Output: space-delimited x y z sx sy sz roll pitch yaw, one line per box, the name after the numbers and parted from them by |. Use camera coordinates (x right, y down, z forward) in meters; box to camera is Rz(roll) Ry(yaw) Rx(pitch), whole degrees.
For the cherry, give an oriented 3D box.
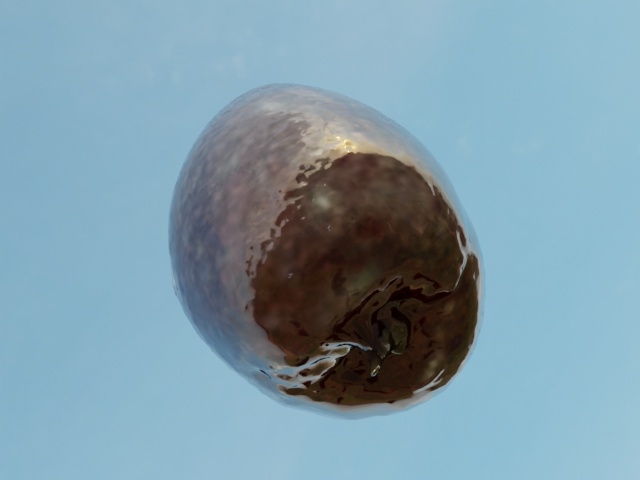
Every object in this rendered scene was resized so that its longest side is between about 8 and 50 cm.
0.000 0.000 0.705 0.203 0.300 0.230 -39 -46 14 | cherry
